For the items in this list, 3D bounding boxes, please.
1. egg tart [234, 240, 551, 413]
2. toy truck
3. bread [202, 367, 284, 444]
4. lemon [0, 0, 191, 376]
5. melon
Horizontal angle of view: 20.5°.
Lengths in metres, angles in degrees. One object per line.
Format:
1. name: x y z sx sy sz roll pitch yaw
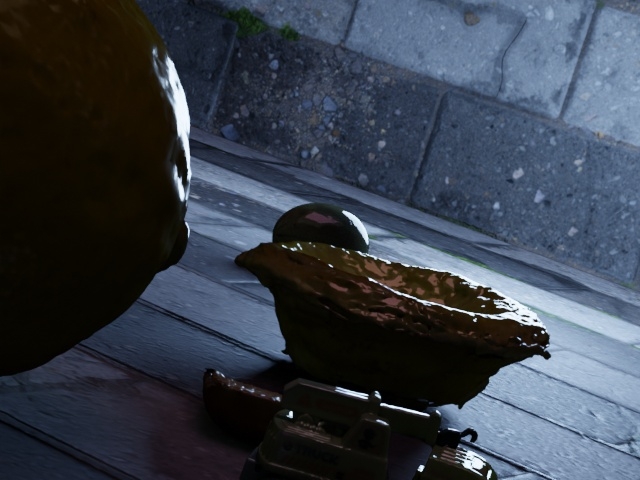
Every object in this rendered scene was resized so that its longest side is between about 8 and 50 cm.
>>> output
1. egg tart: 0.062 0.084 1.694 0.315 0.120 0.315 16 6 -2
2. toy truck: 0.036 0.154 1.170 0.169 0.100 0.077 18 9 8
3. bread: -0.034 0.137 1.376 0.129 0.044 0.126 14 1 -9
4. lemon: -0.251 -0.059 1.207 0.364 0.364 0.364 17 7 -2
5. melon: 0.000 0.000 2.245 0.130 0.098 0.098 14 8 -26
